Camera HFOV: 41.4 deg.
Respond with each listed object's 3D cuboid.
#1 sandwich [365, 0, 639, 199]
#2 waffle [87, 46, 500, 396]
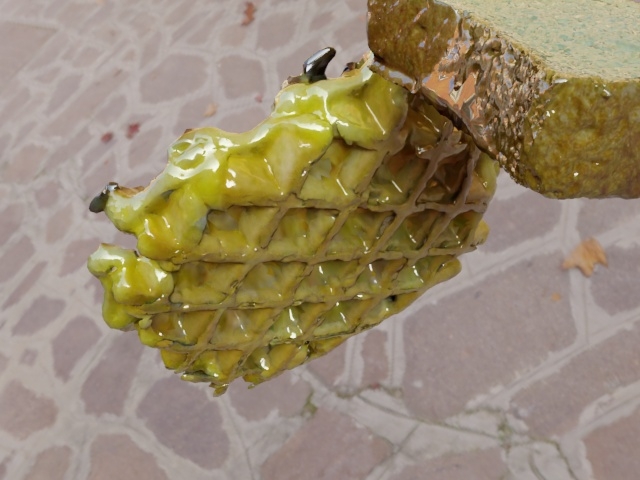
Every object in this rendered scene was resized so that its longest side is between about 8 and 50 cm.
[{"bbox_3d":[0.144,-0.095,0.486,0.186,0.065,0.215,-4,29,-18],"label":"sandwich"},{"bbox_3d":[0.000,0.000,0.767,0.382,0.380,0.095,-33,59,1],"label":"waffle"}]
